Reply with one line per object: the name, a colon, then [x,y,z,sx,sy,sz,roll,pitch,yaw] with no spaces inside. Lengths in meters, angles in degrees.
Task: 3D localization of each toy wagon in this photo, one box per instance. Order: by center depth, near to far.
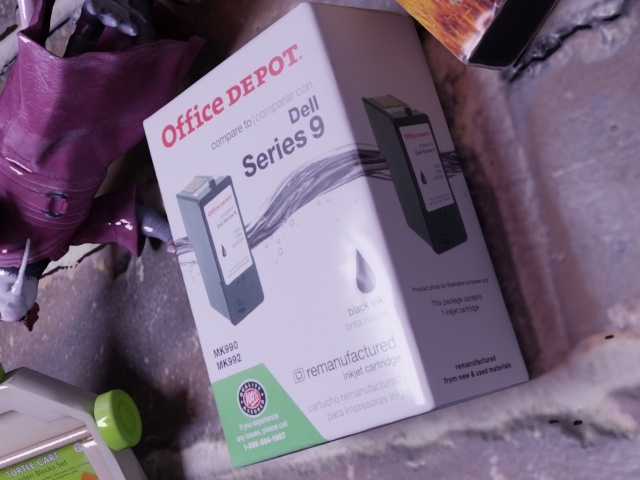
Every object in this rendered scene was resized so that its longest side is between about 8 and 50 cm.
toy wagon: [-0.285,0.222,0.976,0.267,0.068,0.344,-22,104,12]

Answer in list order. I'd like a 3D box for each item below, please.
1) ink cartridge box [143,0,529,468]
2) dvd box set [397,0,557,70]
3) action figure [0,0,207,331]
ink cartridge box: [0.000,0.000,0.770,0.211,0.121,0.289,-27,75,41]
dvd box set: [0.063,-0.366,0.717,0.420,0.062,0.307,51,125,28]
action figure: [-0.255,-0.072,0.921,0.276,0.248,0.370,48,121,31]
